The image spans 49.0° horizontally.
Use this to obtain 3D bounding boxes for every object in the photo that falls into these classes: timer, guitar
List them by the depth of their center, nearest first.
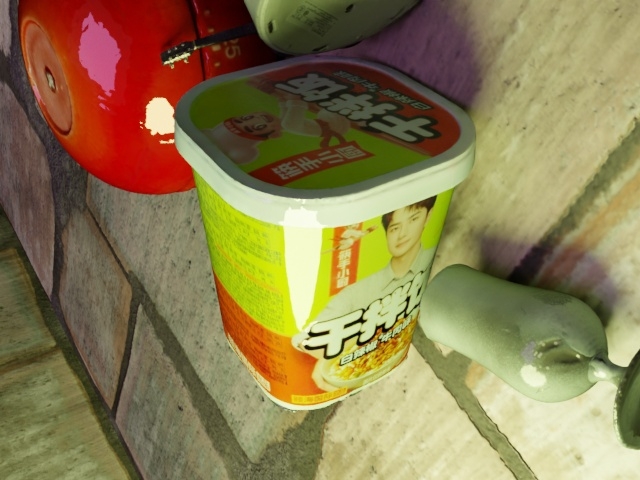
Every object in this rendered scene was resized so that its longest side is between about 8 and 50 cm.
[{"bbox_3d":[-0.062,-0.229,0.769,0.025,0.233,0.088,73,180,-71],"label":"guitar"},{"bbox_3d":[-0.236,-0.248,0.945,0.378,0.279,0.378,31,131,43],"label":"timer"}]

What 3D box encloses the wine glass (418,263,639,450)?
[{"bbox_3d":[0.199,0.093,0.646,0.231,0.103,0.103,21,122,51],"label":"wine glass"}]

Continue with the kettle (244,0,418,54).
[{"bbox_3d":[-0.017,-0.377,0.649,0.318,0.205,0.265,64,148,15],"label":"kettle"}]

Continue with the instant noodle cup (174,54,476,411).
[{"bbox_3d":[0.000,0.000,0.763,0.294,0.294,0.308,39,141,38],"label":"instant noodle cup"}]
